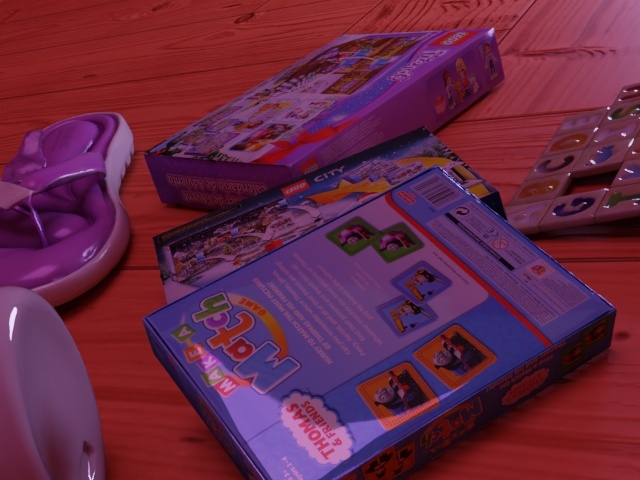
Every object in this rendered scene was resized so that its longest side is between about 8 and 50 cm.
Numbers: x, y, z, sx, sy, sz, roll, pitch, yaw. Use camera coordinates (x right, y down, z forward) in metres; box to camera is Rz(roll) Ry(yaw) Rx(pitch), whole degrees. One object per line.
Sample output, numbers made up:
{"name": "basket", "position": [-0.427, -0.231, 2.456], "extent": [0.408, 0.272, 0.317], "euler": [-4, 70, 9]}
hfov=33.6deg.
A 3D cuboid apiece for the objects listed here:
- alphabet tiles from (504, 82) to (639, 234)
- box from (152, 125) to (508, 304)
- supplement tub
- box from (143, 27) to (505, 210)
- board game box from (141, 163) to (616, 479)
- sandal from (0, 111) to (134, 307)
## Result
{"name": "alphabet tiles", "position": [0.249, -0.076, 0.771], "extent": [0.198, 0.009, 0.237], "euler": [-11, 25, 36]}
{"name": "box", "position": [0.000, 0.000, 0.763], "extent": [0.233, 0.044, 0.159], "euler": [-22, 25, -4]}
{"name": "supplement tub", "position": [-0.231, 0.117, 0.568], "extent": [0.199, 0.144, 0.144], "euler": [-17, 25, 3]}
{"name": "box", "position": [0.008, -0.117, 0.993], "extent": [0.201, 0.057, 0.293], "euler": [8, 35, 45]}
{"name": "board game box", "position": [0.030, 0.051, 0.595], "extent": [0.211, 0.039, 0.160], "euler": [-27, 47, -20]}
{"name": "sandal", "position": [-0.269, -0.053, 0.995], "extent": [0.169, 0.102, 0.416], "euler": [-18, 25, 1]}
